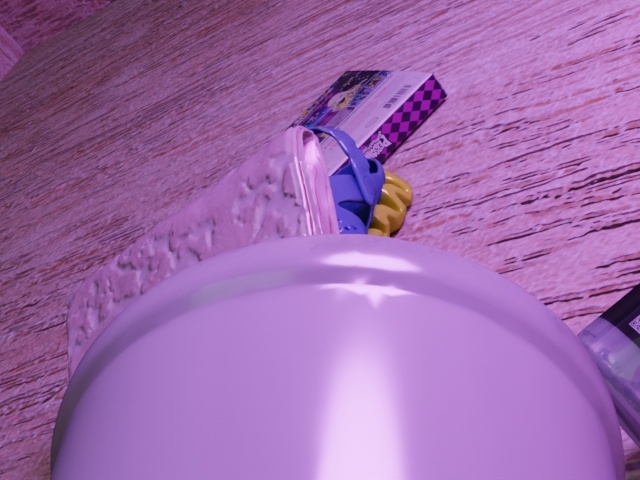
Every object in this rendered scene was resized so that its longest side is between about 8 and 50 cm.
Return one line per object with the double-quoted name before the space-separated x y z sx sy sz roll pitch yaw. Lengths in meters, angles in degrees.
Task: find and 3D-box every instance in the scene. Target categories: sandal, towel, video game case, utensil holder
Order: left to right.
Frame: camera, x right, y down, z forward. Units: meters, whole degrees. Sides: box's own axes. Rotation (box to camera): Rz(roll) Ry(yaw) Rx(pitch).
"towel" -0.112 0.096 1.182 0.332 0.053 0.317 -33 46 27
"sandal" 0.000 0.000 1.258 0.126 0.138 0.317 -26 28 23
"utensil holder" 0.000 0.234 0.611 0.327 0.327 0.385 -30 26 20
"video game case" 0.012 -0.112 1.551 0.232 0.042 0.210 -46 25 -15

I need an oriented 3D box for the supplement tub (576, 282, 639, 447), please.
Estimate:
"supplement tub" 0.260 0.050 0.814 0.190 0.117 0.117 -40 24 0
